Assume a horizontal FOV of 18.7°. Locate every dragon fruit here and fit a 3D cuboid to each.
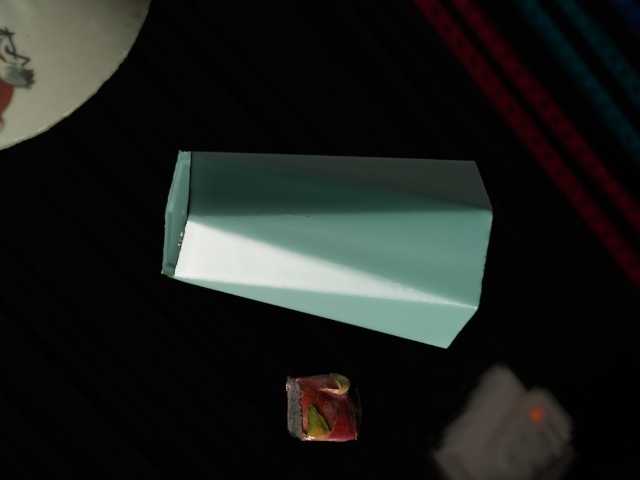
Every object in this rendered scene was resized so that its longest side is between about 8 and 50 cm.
[{"bbox_3d":[0.004,0.138,1.617,0.060,0.056,0.083,2,177,-9],"label":"dragon fruit"}]

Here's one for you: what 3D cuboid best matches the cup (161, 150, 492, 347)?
[{"bbox_3d":[0.000,0.000,1.503,0.148,0.236,0.134,-108,-152,-58],"label":"cup"}]

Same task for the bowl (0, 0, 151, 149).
[{"bbox_3d":[-0.315,-0.251,1.610,0.337,0.337,0.157,-43,154,-14],"label":"bowl"}]
